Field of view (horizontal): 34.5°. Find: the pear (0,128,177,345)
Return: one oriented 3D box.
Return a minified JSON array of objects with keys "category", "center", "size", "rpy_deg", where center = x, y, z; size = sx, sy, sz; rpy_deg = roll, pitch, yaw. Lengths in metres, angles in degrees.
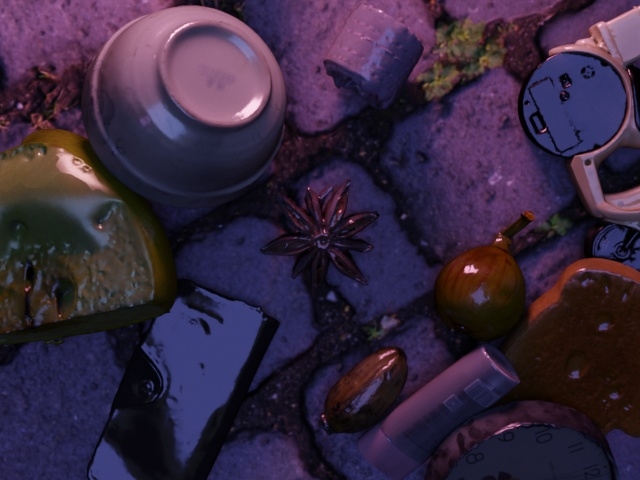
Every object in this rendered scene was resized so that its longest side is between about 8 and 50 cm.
[{"category":"pear","center":[-0.394,-0.009,1.550],"size":[0.342,0.238,0.318],"rpy_deg":[-11,84,7]}]

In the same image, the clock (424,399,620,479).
[{"category":"clock","center":[0.319,0.397,1.626],"size":[0.312,0.061,0.313],"rpy_deg":[-2,116,-4]}]

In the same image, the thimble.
[{"category":"thimble","center":[0.078,-0.276,1.564],"size":[0.127,0.151,0.118],"rpy_deg":[32,90,5]}]

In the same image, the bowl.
[{"category":"bowl","center":[-0.179,-0.212,1.497],"size":[0.307,0.163,0.307],"rpy_deg":[9,69,-25]}]

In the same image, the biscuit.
[{"category":"biscuit","center":[0.433,0.204,1.635],"size":[0.287,0.057,0.344],"rpy_deg":[30,109,-3]}]

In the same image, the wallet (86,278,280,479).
[{"category":"wallet","center":[-0.225,0.251,1.658],"size":[0.197,0.051,0.378],"rpy_deg":[25,93,-4]}]

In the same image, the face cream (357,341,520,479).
[{"category":"face cream","center":[0.184,0.272,1.623],"size":[0.107,0.073,0.269],"rpy_deg":[40,110,-19]}]

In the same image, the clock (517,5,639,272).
[{"category":"clock","center":[0.477,-0.147,1.606],"size":[0.276,0.120,0.379],"rpy_deg":[-29,95,7]}]

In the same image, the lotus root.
[{"category":"lotus root","center":[0.074,0.244,1.647],"size":[0.179,0.089,0.080],"rpy_deg":[-42,132,0]}]

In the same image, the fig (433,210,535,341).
[{"category":"fig","center":[0.253,0.060,1.619],"size":[0.142,0.148,0.186],"rpy_deg":[7,57,12]}]

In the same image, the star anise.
[{"category":"star anise","center":[0.000,0.000,1.635],"size":[0.195,0.065,0.182],"rpy_deg":[-9,100,-5]}]
